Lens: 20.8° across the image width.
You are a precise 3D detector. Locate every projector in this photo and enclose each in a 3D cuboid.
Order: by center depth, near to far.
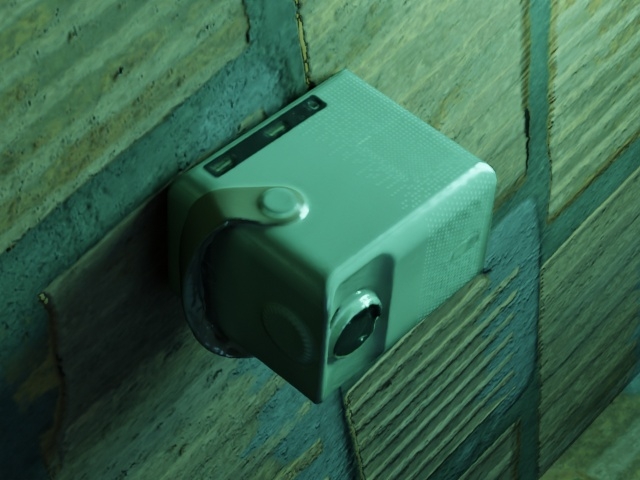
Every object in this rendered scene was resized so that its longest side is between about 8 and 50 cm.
[{"bbox_3d":[0.000,0.000,1.388,0.242,0.177,0.163,-35,147,-32],"label":"projector"}]
